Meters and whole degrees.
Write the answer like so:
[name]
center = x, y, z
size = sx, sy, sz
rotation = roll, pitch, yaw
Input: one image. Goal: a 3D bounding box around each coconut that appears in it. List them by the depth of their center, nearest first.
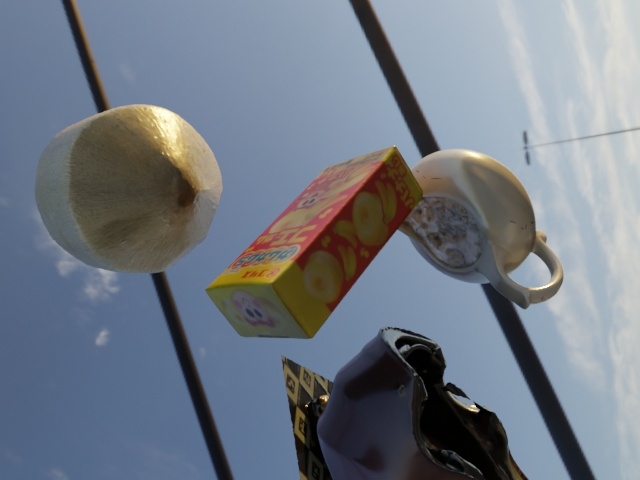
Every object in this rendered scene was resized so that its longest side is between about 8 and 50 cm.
[coconut]
center = -0.268, -0.071, 0.816
size = 0.237, 0.265, 0.238
rotation = 3, -94, -47

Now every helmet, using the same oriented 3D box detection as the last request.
[helmet]
center = 0.130, 0.288, 0.729
size = 0.338, 0.197, 0.271
rotation = 54, -166, 9

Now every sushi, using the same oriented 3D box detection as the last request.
[sushi]
center = 0.037, 0.385, 1.103
size = 0.294, 0.059, 0.292
rotation = 40, -147, -55

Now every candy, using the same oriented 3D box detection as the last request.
[candy]
center = 0.000, 0.000, 0.709
size = 0.276, 0.146, 0.088
rotation = -48, -65, -33

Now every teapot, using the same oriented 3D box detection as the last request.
[teapot]
center = 0.216, -0.020, 0.818
size = 0.165, 0.299, 0.208
rotation = -18, -46, -34
